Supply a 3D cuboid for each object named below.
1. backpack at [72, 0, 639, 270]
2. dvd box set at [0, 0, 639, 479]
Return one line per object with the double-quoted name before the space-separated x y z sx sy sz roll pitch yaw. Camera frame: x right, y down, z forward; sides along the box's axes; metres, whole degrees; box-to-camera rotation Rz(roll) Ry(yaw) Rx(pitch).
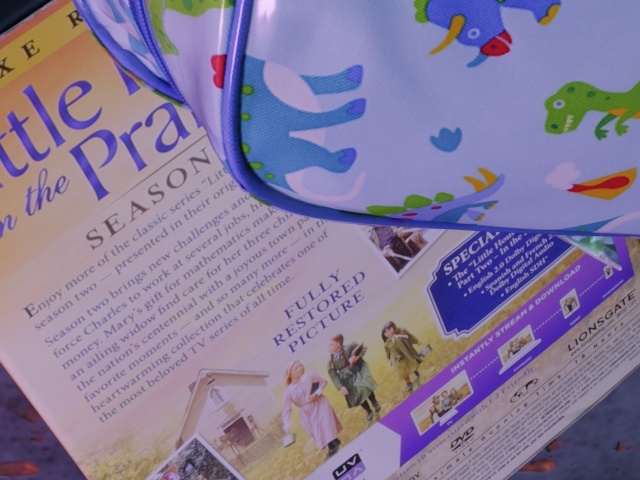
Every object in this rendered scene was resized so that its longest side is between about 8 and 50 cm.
"backpack" 0.095 -0.132 0.482 0.356 0.273 0.290 12 139 -6
"dvd box set" 0.000 0.000 0.732 0.308 0.062 0.420 -38 136 -12
